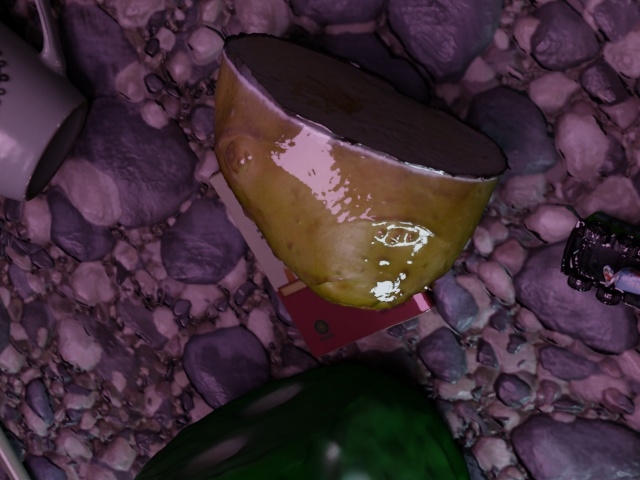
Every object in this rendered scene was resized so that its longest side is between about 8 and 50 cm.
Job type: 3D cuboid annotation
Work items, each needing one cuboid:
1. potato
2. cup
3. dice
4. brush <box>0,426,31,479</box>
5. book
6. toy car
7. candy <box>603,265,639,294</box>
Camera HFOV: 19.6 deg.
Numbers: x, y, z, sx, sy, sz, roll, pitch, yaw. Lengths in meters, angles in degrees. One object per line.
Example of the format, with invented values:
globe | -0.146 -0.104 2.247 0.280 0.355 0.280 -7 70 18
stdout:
potato | 0.006 -0.055 1.797 0.300 0.246 0.196 29 110 8
cup | -0.363 -0.188 1.998 0.234 0.186 0.258 30 97 3
dice | -0.017 0.319 1.965 0.287 0.300 0.297 -14 106 35
brush | -0.376 0.294 2.304 0.042 0.039 0.299 -31 98 -7
book | 0.000 0.000 1.967 0.162 0.022 0.232 -25 100 31
toy car | 0.316 0.031 1.787 0.165 0.062 0.071 24 124 16
candy | 0.305 0.044 1.746 0.083 0.020 0.030 12 118 23
